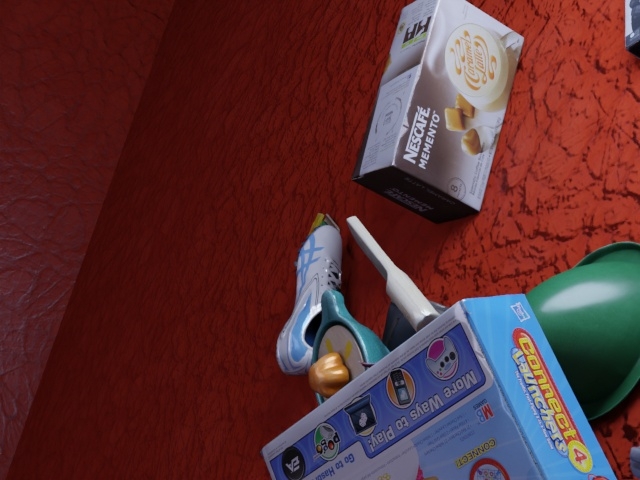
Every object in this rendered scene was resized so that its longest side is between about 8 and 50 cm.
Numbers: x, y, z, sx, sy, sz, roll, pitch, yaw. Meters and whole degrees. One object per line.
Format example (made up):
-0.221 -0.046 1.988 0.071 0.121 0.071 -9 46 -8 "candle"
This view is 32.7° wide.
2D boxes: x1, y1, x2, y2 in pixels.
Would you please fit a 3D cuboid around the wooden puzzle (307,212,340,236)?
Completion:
0.000 0.000 1.647 0.078 0.014 0.116 -63 24 5 "wooden puzzle"

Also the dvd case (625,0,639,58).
0.393 -0.328 1.143 0.179 0.030 0.238 -35 37 49 "dvd case"

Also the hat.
0.185 0.064 1.000 0.208 0.184 0.173 -67 22 -4 "hat"

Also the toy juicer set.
0.047 0.156 1.172 0.209 0.089 0.329 26 116 59 "toy juicer set"

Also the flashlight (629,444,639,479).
0.336 0.168 0.699 0.103 0.103 0.304 -65 23 -8 "flashlight"

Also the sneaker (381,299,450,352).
0.128 0.135 1.198 0.222 0.083 0.118 -155 82 -71 "sneaker"

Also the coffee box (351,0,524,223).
0.147 -0.165 1.351 0.098 0.141 0.246 -15 53 59 "coffee box"

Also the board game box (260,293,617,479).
0.111 0.250 0.929 0.308 0.086 0.302 -42 62 41 "board game box"

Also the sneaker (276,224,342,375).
0.004 0.081 1.501 0.086 0.085 0.237 -10 51 30 "sneaker"
